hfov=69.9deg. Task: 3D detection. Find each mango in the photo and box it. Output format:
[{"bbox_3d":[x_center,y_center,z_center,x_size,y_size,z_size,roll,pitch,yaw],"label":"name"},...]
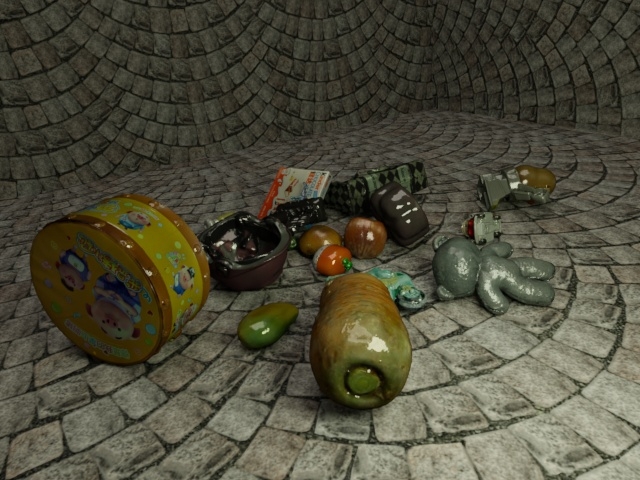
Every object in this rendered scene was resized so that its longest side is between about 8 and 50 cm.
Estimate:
[{"bbox_3d":[-0.147,0.227,1.243,0.122,0.085,0.191,-4,14,30],"label":"mango"}]

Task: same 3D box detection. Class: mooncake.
[{"bbox_3d":[0.284,-0.095,1.648,0.133,0.244,0.245,-35,31,-8],"label":"mooncake"}]

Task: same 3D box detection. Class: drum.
[{"bbox_3d":[-0.522,0.097,1.207,0.432,0.430,0.214,4,24,21],"label":"drum"}]

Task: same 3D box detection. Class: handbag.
[{"bbox_3d":[0.222,-0.244,2.061,0.417,0.179,0.317,-20,16,-24],"label":"handbag"}]

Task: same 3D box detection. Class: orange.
[{"bbox_3d":[0.000,0.000,1.662,0.170,0.112,0.160,-22,28,-5],"label":"orange"}]

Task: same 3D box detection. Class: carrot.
[{"bbox_3d":[0.088,0.215,1.042,0.225,0.223,0.340,-4,22,5],"label":"carrot"}]

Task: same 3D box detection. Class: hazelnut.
[{"bbox_3d":[0.155,-0.008,1.605,0.151,0.150,0.150,-5,25,2],"label":"hazelnut"}]

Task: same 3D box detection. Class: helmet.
[{"bbox_3d":[-0.237,0.056,1.486,0.339,0.197,0.271,20,44,31],"label":"helmet"}]

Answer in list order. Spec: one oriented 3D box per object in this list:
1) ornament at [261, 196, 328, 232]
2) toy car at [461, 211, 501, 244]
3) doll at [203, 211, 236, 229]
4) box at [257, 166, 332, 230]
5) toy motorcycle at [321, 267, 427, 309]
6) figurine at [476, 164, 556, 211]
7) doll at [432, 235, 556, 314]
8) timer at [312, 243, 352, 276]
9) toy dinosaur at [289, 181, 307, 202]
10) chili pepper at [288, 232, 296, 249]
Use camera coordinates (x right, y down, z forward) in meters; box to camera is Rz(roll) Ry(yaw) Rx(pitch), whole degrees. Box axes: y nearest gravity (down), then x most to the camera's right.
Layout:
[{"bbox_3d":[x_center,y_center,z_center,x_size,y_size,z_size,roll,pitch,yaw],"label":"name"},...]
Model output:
[{"bbox_3d":[-0.125,-0.060,1.696,0.252,0.106,0.260,-10,20,28],"label":"ornament"},{"bbox_3d":[0.569,-0.047,1.640,0.139,0.112,0.112,-9,7,-28],"label":"toy car"},{"bbox_3d":[-0.426,-0.079,1.974,0.163,0.062,0.106,-19,24,-27],"label":"doll"},{"bbox_3d":[-0.111,-0.183,1.958,0.265,0.048,0.273,10,68,31],"label":"box"},{"bbox_3d":[0.153,0.136,1.331,0.297,0.109,0.198,-1,23,8],"label":"toy motorcycle"},{"bbox_3d":[0.805,-0.221,1.865,0.285,0.167,0.342,-12,45,7],"label":"figurine"},{"bbox_3d":[0.482,0.108,1.310,0.341,0.158,0.245,11,58,3],"label":"doll"},{"bbox_3d":[0.050,0.066,1.508,0.136,0.099,0.136,-14,31,9],"label":"timer"},{"bbox_3d":[-0.081,-0.150,1.865,0.081,0.197,0.045,-2,-18,11],"label":"toy dinosaur"},{"bbox_3d":[-0.132,-0.001,1.750,0.073,0.050,0.182,-28,18,1],"label":"chili pepper"}]
